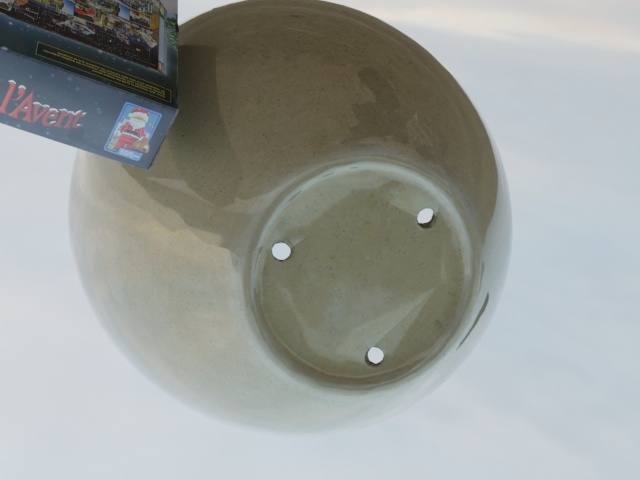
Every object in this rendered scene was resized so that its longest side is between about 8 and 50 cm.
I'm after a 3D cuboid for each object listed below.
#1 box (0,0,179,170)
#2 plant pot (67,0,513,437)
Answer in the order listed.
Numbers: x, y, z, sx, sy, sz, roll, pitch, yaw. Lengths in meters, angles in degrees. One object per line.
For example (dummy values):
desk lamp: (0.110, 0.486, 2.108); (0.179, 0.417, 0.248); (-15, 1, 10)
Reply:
box: (-0.188, -0.134, 0.566); (0.233, 0.044, 0.159); (18, -142, -22)
plant pot: (0.000, 0.000, 0.651); (0.284, 0.284, 0.191); (5, -170, -17)
